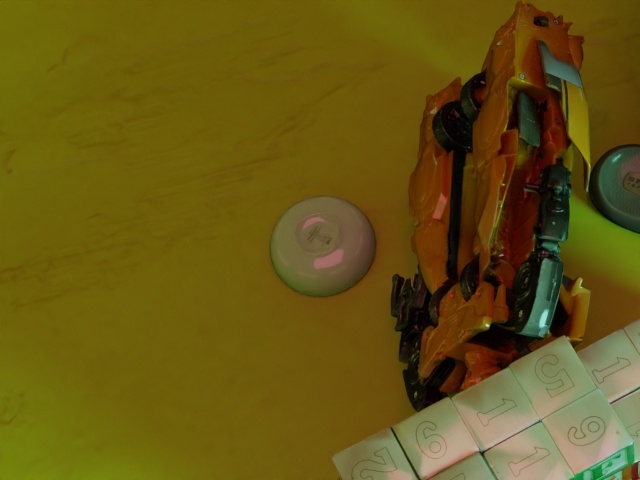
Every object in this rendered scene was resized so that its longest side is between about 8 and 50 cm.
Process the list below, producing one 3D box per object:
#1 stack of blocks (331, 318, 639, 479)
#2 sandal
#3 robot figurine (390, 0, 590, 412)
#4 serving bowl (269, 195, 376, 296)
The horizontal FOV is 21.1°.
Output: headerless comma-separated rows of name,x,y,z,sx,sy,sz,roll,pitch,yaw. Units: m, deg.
stack of blocks,0.168,0.137,1.148,0.297,0.171,0.087,-27,64,-4
sandal,0.305,-0.032,1.263,0.219,0.060,0.090,18,70,17
robot figurine,0.127,-0.014,1.221,0.085,0.211,0.291,17,56,-21
serving bowl,0.000,0.000,1.321,0.083,0.027,0.083,-4,65,8
